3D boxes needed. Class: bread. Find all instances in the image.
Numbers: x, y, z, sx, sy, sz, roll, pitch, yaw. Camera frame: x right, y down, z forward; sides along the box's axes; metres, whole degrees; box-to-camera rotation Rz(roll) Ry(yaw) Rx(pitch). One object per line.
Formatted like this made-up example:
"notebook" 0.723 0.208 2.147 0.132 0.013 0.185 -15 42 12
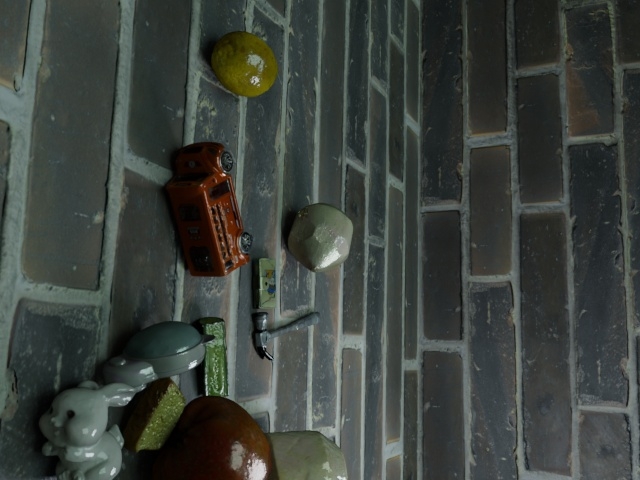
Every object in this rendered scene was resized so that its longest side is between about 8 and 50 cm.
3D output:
"bread" -0.369 0.389 1.473 0.187 0.065 0.103 -61 146 -14

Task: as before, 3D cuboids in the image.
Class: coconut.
"coconut" -0.091 0.692 1.859 0.329 0.329 0.328 12 76 -63
"coconut" 0.000 0.000 2.176 0.234 0.224 0.224 -67 144 -43

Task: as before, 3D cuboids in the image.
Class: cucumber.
"cucumber" -0.288 0.311 1.727 0.078 0.062 0.211 -6 100 -31

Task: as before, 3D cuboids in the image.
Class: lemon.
"lemon" -0.214 -0.495 1.841 0.207 0.170 0.170 39 52 -50

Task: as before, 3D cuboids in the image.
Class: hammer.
"hammer" -0.096 0.275 2.140 0.427 0.044 0.152 -12 99 -64

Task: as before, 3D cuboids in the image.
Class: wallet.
"wallet" -0.167 0.131 2.009 0.110 0.039 0.155 8 79 -65

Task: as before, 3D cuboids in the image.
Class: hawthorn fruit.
"hawthorn fruit" -0.232 0.526 1.546 0.298 0.277 0.277 32 53 -23

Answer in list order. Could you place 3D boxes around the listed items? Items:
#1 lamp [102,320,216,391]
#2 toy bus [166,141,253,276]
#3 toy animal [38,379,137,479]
"lamp" -0.365 0.244 1.444 0.246 0.179 0.108 -24 106 -41
"toy bus" -0.290 -0.078 1.661 0.153 0.143 0.329 -40 125 -56
"toy animal" -0.452 0.376 1.287 0.178 0.127 0.193 -12 99 -61
